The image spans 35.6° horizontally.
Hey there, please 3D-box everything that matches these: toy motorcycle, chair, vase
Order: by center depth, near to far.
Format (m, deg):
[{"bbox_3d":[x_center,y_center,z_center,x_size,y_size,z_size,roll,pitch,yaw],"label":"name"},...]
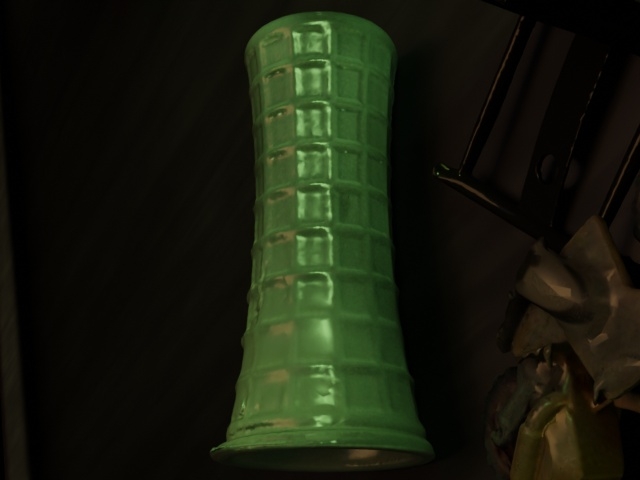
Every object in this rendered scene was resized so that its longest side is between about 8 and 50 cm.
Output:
[{"bbox_3d":[0.145,0.062,0.462,0.229,0.094,0.130,-65,36,36],"label":"toy motorcycle"},{"bbox_3d":[0.112,-0.132,0.521,0.154,0.141,0.260,43,117,55],"label":"chair"},{"bbox_3d":[0.000,0.000,0.682,0.143,0.143,0.299,-29,56,54],"label":"vase"}]
